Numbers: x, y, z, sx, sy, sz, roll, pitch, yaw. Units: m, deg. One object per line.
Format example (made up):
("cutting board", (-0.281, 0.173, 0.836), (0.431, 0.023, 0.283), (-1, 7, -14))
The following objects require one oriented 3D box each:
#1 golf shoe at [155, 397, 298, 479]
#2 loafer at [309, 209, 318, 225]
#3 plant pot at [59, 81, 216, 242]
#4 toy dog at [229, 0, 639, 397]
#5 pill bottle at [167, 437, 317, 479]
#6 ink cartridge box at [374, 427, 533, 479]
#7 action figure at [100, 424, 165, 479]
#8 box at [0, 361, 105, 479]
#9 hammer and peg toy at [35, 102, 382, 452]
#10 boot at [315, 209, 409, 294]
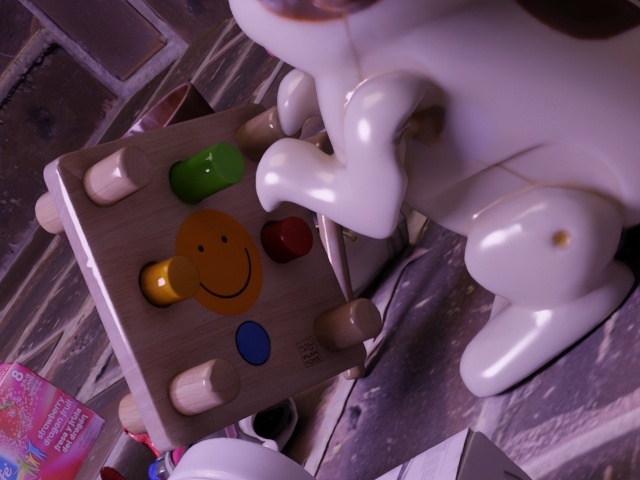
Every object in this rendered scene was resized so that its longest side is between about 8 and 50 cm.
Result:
("golf shoe", (-0.072, 0.165, 1.648), (0.120, 0.105, 0.273), (-24, 28, 19))
("loafer", (0.001, -0.022, 1.889), (0.084, 0.096, 0.267), (-56, 14, -4))
("plant pot", (-0.131, -0.015, 1.824), (0.215, 0.230, 0.215), (-44, 14, 14))
("toy dog", (0.105, -0.139, 1.300), (0.395, 0.408, 0.284), (-34, 20, 39))
("pill bottle", (-0.102, 0.292, 1.236), (0.161, 0.161, 0.283), (-31, 21, 45))
("ink cartridge box", (0.079, 0.196, 1.110), (0.135, 0.099, 0.056), (-36, 18, 37))
("action figure", (-0.193, 0.232, 1.701), (0.091, 0.139, 0.280), (-50, 18, -6))
("box", (-0.346, 0.259, 1.710), (0.128, 0.122, 0.257), (-10, 47, 58))
("hammer and peg toy", (-0.051, 0.015, 1.466), (0.127, 0.266, 0.361), (-24, -4, 43))
("boot", (0.000, 0.000, 1.677), (0.165, 0.213, 0.077), (-46, 54, -7))
